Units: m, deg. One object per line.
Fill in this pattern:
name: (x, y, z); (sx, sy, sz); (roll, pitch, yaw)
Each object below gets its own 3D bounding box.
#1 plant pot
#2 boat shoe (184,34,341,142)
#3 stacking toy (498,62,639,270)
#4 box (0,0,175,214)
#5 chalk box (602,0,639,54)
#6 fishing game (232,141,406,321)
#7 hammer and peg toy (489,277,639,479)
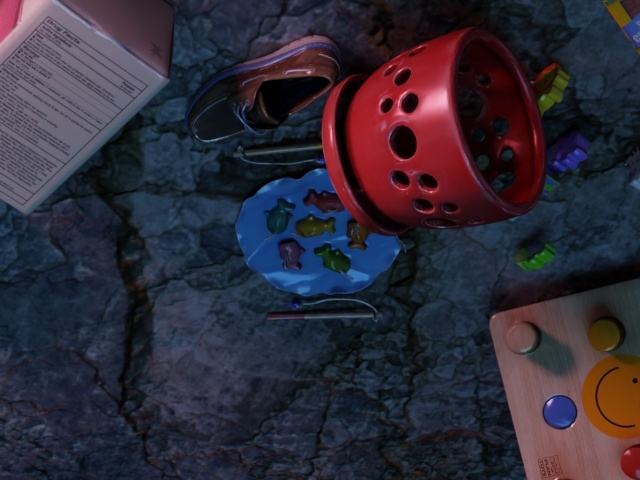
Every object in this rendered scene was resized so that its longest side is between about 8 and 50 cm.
plant pot: (0.107, -0.097, 1.723); (0.174, 0.191, 0.191); (-16, 130, 31)
boat shoe: (-0.063, -0.146, 1.770); (0.183, 0.066, 0.066); (-29, 124, 21)
stacking toy: (0.234, -0.071, 1.855); (0.167, 0.052, 0.221); (33, 124, -24)
box: (-0.272, -0.164, 1.711); (0.148, 0.127, 0.232); (35, 121, -27)
chalk box: (0.321, -0.273, 1.625); (0.132, 0.132, 0.213); (-30, 125, 22)
fishing game: (0.000, 0.000, 1.916); (0.189, 0.041, 0.264); (-1, 131, 4)
hammer and peg toy: (0.344, 0.229, 1.936); (0.266, 0.127, 0.361); (-14, 85, 12)
